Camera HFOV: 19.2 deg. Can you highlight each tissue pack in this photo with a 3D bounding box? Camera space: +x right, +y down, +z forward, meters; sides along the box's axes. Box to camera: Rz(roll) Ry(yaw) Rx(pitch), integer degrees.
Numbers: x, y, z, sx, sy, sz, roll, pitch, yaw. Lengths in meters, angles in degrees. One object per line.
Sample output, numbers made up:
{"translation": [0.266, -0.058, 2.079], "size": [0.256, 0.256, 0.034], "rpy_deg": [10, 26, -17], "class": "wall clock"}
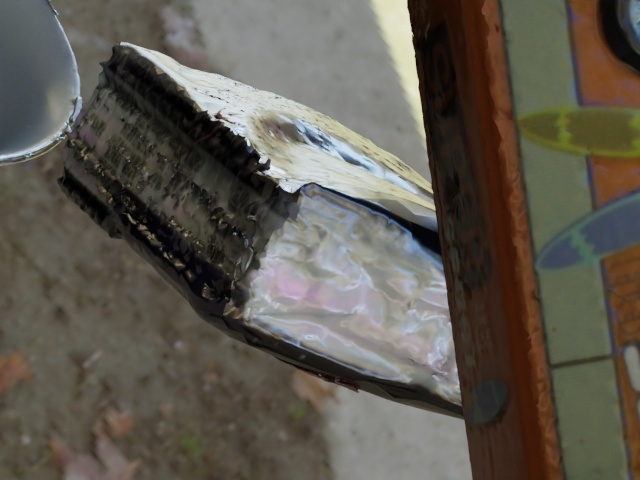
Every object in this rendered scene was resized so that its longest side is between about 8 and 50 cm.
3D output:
{"translation": [0.000, 0.000, 1.120], "size": [0.245, 0.123, 0.332], "rpy_deg": [23, 9, -29], "class": "tissue pack"}

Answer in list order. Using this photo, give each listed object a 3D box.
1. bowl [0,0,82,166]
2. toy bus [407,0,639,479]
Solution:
{"translation": [-0.344, -0.125, 1.247], "size": [0.346, 0.157, 0.345], "rpy_deg": [31, 29, -19], "class": "bowl"}
{"translation": [0.095, 0.014, 0.654], "size": [0.092, 0.093, 0.408], "rpy_deg": [-9, 93, -12], "class": "toy bus"}
